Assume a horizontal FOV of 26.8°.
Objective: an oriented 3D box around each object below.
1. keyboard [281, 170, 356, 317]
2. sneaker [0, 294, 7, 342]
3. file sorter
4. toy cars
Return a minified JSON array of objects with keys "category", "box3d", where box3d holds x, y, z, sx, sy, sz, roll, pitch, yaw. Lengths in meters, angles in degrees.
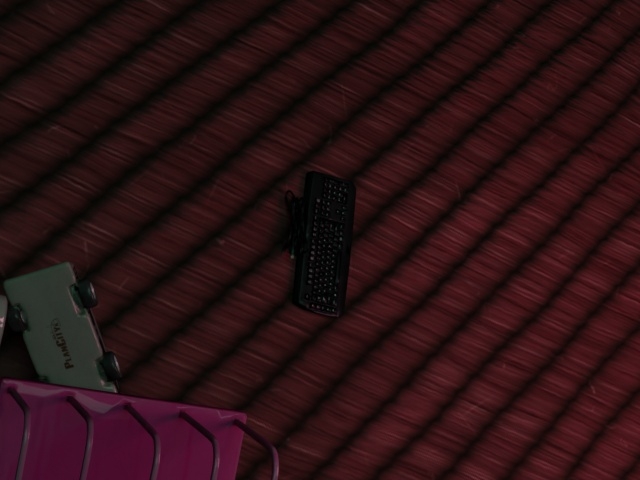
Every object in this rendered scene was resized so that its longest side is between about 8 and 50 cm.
[{"category":"keyboard","box3d":[0.000,0.000,1.756,0.100,0.038,0.192,12,70,-20]},{"category":"sneaker","box3d":[-0.443,0.169,1.463,0.151,0.094,0.256,13,92,-16]},{"category":"file sorter","box3d":[-0.214,0.283,1.471,0.291,0.182,0.202,11,90,-21]},{"category":"toy cars","box3d":[-0.384,0.058,1.539,0.394,0.087,0.176,31,100,-15]}]
